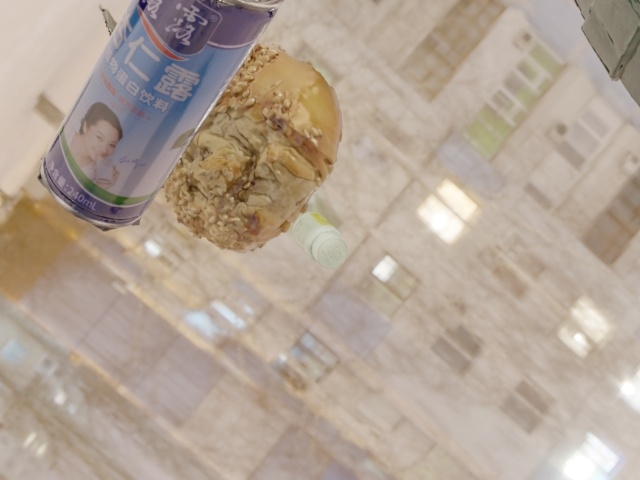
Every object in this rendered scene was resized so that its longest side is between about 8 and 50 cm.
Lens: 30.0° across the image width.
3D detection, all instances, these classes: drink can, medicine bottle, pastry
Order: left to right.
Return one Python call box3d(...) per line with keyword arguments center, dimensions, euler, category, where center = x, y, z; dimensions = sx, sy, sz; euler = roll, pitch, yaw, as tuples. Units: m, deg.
box3d(center=(-0.123, -0.118, 0.893), dimensions=(0.235, 0.097, 0.097), euler=(-51, -172, 33), category="drink can")
box3d(center=(-0.113, -0.125, 1.685), dimensions=(0.162, 0.255, 0.311), euler=(-5, 134, -55), category="pastry")
box3d(center=(0.000, 0.000, 1.435), dimensions=(0.047, 0.047, 0.083), euler=(-49, -149, 1), category="medicine bottle")

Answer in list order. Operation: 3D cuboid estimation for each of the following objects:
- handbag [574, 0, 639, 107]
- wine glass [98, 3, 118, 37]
box3d(center=(0.237, -0.188, 0.778), dimensions=(0.089, 0.327, 0.238), euler=(-23, 161, -15), category="handbag")
box3d(center=(-0.147, -0.229, 1.239), dimensions=(0.155, 0.072, 0.072), euler=(-15, -169, -2), category="wine glass")
